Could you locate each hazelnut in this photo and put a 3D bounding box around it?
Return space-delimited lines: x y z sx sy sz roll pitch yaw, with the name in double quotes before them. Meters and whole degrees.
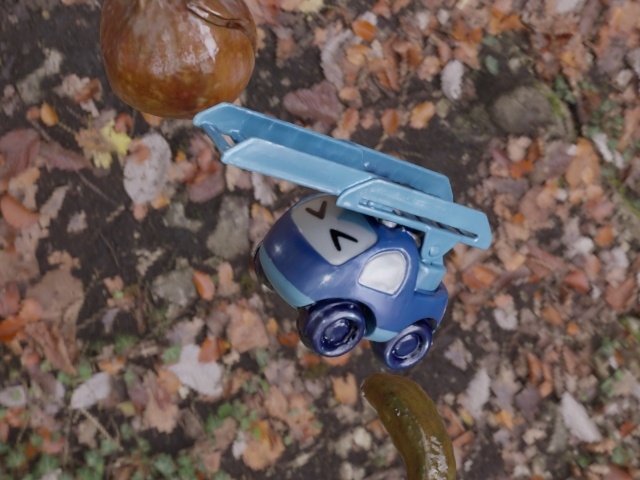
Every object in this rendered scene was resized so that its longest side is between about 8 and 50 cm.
"hazelnut" -0.127 -0.180 0.949 0.143 0.154 0.143 -21 151 -12

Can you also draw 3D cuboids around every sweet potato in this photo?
"sweet potato" 0.086 0.181 0.908 0.053 0.182 0.053 6 138 -30

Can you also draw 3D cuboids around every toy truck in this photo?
"toy truck" 0.000 0.000 0.418 0.136 0.063 0.074 13 116 -41
